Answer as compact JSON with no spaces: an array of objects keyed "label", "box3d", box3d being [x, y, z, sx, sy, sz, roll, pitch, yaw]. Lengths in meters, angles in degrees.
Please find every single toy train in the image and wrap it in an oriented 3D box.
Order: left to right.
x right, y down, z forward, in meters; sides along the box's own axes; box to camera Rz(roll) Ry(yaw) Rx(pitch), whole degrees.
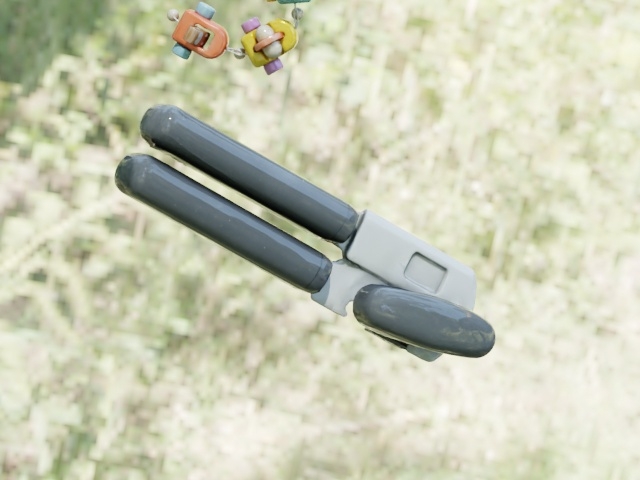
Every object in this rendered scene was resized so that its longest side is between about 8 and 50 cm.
[{"label":"toy train","box3d":[-0.071,-0.230,1.874,0.125,0.166,0.046,35,11,1]}]

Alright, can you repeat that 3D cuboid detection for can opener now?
[{"label":"can opener","box3d":[0.000,0.000,1.311,0.283,0.076,0.095,29,-6,-24]}]
